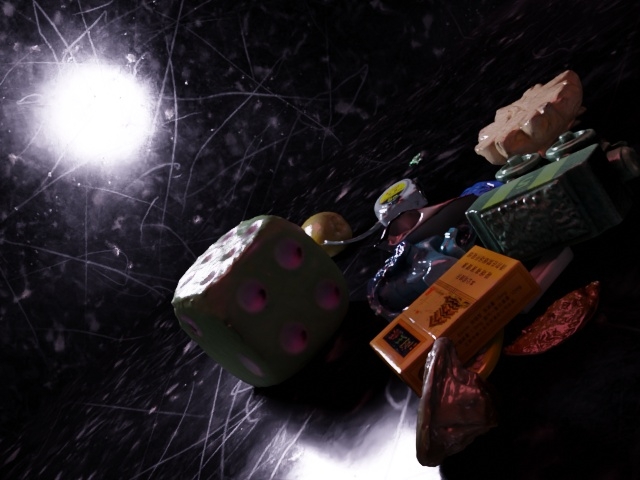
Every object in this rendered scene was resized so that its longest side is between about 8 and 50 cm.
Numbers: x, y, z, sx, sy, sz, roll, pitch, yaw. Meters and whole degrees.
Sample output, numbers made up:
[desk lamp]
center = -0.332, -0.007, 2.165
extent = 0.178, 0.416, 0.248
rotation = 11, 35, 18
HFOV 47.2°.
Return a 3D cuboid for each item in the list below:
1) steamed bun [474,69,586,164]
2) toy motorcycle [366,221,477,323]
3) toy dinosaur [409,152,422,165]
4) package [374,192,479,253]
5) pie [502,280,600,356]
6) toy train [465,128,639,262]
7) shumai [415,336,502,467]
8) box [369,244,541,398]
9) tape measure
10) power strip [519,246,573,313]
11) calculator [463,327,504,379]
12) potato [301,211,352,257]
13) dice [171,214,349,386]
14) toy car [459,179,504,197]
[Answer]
[steamed bun]
center = 0.515, -0.272, 1.740
extent = 0.292, 0.137, 0.295
rotation = -44, 9, -8
[toy motorcycle]
center = 0.208, 0.077, 1.483
extent = 0.260, 0.154, 0.206
rotation = -34, 26, 48
[toy dinosaur]
center = 0.311, -0.262, 2.426
extent = 0.062, 0.021, 0.083
rotation = -37, 10, 42
[package]
center = 0.262, -0.030, 1.580
extent = 0.251, 0.204, 0.062
rotation = -29, 63, 30
[pie]
center = 0.372, 0.130, 1.151
extent = 0.191, 0.033, 0.088
rotation = -39, 19, 6
[toy train]
center = 0.416, -0.081, 1.329
extent = 0.299, 0.166, 0.238
rotation = -28, 9, 43
[shumai]
center = 0.206, 0.240, 1.082
extent = 0.120, 0.201, 0.201
rotation = 7, 31, 10
[box]
center = 0.229, 0.136, 1.275
extent = 0.274, 0.076, 0.174
rotation = -42, 14, -3
[tape measure]
center = 0.161, -0.062, 2.102
extent = 0.330, 0.084, 0.164
rotation = -34, 14, 21
[power strip]
center = 0.382, 0.071, 1.289
extent = 0.191, 0.030, 0.047
rotation = -45, 17, -16
[calculator]
center = 0.258, 0.181, 1.286
extent = 0.146, 0.032, 0.234
rotation = -32, 19, 31
[potato]
center = 0.000, 0.000, 2.255
extent = 0.194, 0.157, 0.157
rotation = -46, 9, 41
[dice]
center = -0.150, 0.147, 1.816
extent = 0.322, 0.330, 0.318
rotation = -51, 16, -26
[toy car]
center = 0.374, -0.098, 1.724
extent = 0.103, 0.063, 0.216
rotation = -49, 17, -24
